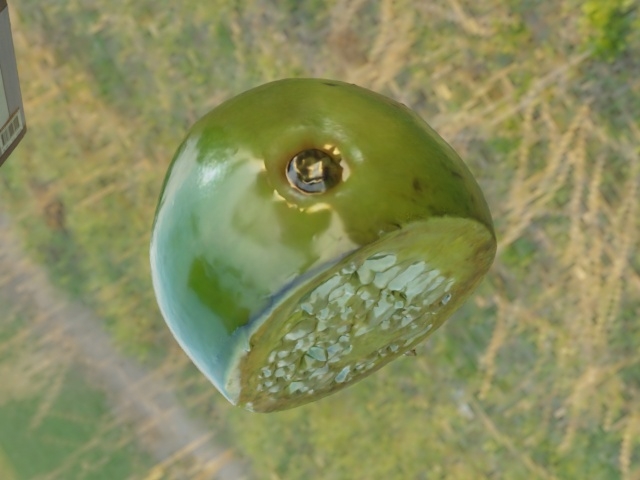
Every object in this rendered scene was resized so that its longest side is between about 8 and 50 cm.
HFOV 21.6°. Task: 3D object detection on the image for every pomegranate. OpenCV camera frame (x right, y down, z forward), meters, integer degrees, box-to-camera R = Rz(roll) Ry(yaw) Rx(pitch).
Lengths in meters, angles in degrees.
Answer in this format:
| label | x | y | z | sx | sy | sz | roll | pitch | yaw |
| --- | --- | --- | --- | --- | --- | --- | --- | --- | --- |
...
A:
| label | x | y | z | sx | sy | sz | roll | pitch | yaw |
| --- | --- | --- | --- | --- | --- | --- | --- | --- | --- |
| pomegranate | 0.006 | -0.010 | 0.990 | 0.190 | 0.241 | 0.159 | -48 | 57 | 29 |

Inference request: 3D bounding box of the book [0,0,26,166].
| label | x | y | z | sx | sy | sz | roll | pitch | yaw |
| --- | --- | --- | --- | --- | --- | --- | --- | --- | --- |
| book | -0.317 | -0.105 | 1.462 | 0.026 | 0.157 | 0.231 | 26 | 152 | 10 |
